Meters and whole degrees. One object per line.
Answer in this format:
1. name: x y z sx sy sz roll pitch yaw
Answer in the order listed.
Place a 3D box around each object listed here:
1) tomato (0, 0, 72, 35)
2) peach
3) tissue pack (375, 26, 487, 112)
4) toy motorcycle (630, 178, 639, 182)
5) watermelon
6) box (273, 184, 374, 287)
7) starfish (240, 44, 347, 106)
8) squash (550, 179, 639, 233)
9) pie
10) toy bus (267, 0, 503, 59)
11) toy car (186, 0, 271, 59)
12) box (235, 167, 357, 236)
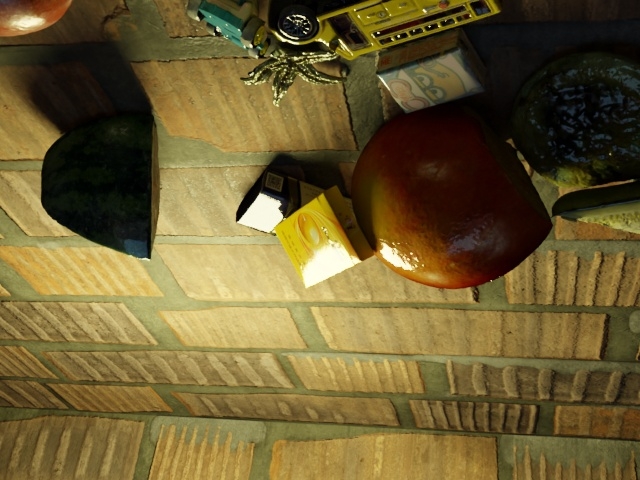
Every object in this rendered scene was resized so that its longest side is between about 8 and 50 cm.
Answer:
1. tomato: -0.443 -0.402 1.273 0.232 0.232 0.188 -21 161 40
2. peach: 0.221 -0.073 1.606 0.380 0.306 0.242 -12 152 40
3. tissue pack: 0.186 -0.283 1.472 0.155 0.065 0.115 -10 144 30
4. toy motorcycle: 0.657 -0.106 1.656 0.152 0.073 0.225 -1 149 10
5. watermelon: -0.423 -0.077 1.802 0.283 0.251 0.293 0 147 23
6. box: 0.000 0.000 1.749 0.152 0.043 0.269 60 154 1
7. starfish: -0.033 -0.293 1.522 0.175 0.053 0.208 13 160 -29
8. squash: 0.543 -0.052 1.590 0.252 0.093 0.169 -10 143 14
9. pie: 0.476 -0.197 1.504 0.323 0.071 0.323 16 148 10
10. toy bus: 0.090 -0.361 1.276 0.331 0.145 0.151 -11 147 28
11. toy car: -0.124 -0.361 1.409 0.126 0.098 0.161 31 -177 12
12. box: -0.037 -0.055 1.915 0.259 0.071 0.168 18 149 -17
